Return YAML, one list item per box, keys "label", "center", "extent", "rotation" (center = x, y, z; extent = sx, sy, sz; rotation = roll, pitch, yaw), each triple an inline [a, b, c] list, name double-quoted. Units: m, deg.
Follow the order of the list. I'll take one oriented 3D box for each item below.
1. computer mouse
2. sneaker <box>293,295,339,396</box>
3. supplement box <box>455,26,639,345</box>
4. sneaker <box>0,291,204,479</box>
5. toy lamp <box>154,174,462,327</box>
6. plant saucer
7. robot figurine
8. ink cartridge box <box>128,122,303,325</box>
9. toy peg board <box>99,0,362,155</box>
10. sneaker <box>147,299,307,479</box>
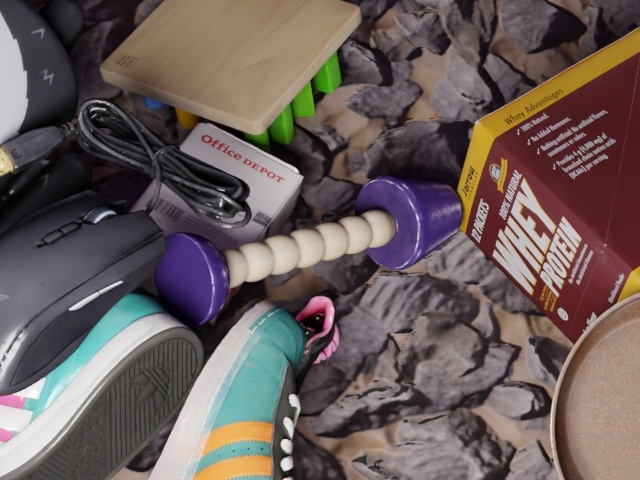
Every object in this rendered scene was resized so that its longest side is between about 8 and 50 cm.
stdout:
- label: "computer mouse"
  center: [-0.193, -0.014, 1.330]
  extent: [0.184, 0.060, 0.262]
  rotation: [34, 57, 29]
- label: "sneaker"
  center: [-0.022, 0.088, 1.440]
  extent: [0.047, 0.057, 0.119]
  rotation: [29, 56, 8]
- label: "supplement box"
  center: [0.244, -0.034, 1.522]
  extent: [0.191, 0.129, 0.194]
  rotation: [-31, 63, -26]
- label: "sneaker"
  center: [-0.244, 0.121, 1.345]
  extent: [0.295, 0.124, 0.178]
  rotation: [-41, 51, -13]
- label: "toy lamp"
  center: [0.000, 0.000, 1.459]
  extent: [0.275, 0.080, 0.080]
  rotation: [-13, 54, -42]
- label: "plant saucer"
  center: [0.254, 0.131, 1.411]
  extent: [0.199, 0.036, 0.198]
  rotation: [-1, 94, -19]
- label: "robot figurine"
  center: [-0.296, -0.099, 1.461]
  extent: [0.209, 0.173, 0.278]
  rotation: [14, 49, 30]
- label: "ink cartridge box"
  center: [-0.089, -0.014, 1.504]
  extent: [0.099, 0.056, 0.135]
  rotation: [28, 55, 11]
- label: "toy peg board"
  center: [-0.070, -0.141, 1.601]
  extent: [0.161, 0.079, 0.161]
  rotation: [20, 51, 26]
- label: "sneaker"
  center: [-0.058, 0.185, 1.325]
  extent: [0.121, 0.108, 0.302]
  rotation: [22, 61, 6]
